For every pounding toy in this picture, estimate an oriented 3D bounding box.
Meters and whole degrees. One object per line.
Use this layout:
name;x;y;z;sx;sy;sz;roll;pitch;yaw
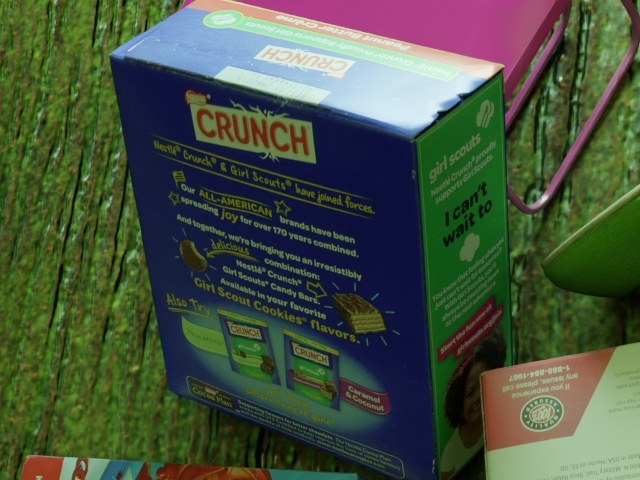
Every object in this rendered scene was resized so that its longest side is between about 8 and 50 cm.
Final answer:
pounding toy;0.287;-0.007;1.412;0.237;0.183;0.110;-36;83;4

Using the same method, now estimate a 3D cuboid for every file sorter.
file sorter;0.080;-0.172;1.556;0.290;0.182;0.202;27;81;32

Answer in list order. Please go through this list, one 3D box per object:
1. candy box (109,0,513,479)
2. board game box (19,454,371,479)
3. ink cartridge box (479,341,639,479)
candy box;0.000;0.000;1.440;0.268;0.317;0.122;18;42;31
board game box;-0.113;0.327;1.489;0.301;0.086;0.308;-1;68;26
ink cartridge box;0.230;0.221;1.348;0.207;0.117;0.283;-12;63;21
